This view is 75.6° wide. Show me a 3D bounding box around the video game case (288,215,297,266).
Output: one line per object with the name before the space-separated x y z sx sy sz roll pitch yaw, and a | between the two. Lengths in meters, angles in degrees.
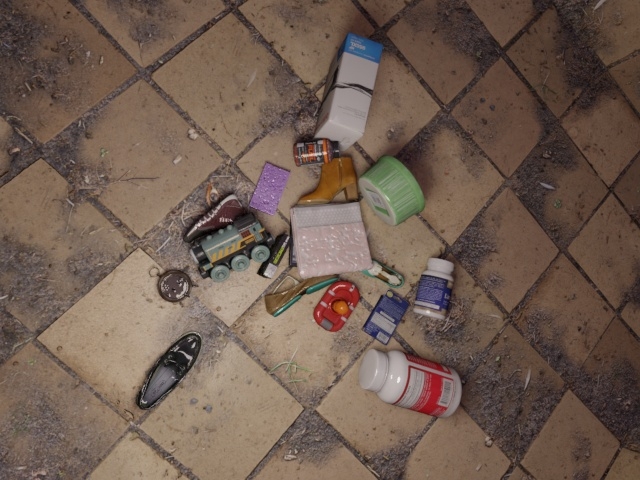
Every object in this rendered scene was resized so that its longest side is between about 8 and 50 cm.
video game case | 0.000 0.000 1.823 0.275 0.035 0.248 5 76 -16

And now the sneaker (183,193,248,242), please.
sneaker | -0.410 -0.051 1.693 0.281 0.106 0.162 -44 101 -15

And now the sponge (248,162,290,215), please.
sponge | -0.221 -0.223 1.796 0.117 0.031 0.210 23 81 -13

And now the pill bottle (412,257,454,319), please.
pill bottle | 0.531 0.224 1.916 0.153 0.153 0.264 17 82 -14

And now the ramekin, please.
ramekin | 0.302 -0.209 1.813 0.148 0.303 0.303 -36 96 -8

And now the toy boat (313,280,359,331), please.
toy boat | 0.081 0.284 1.783 0.151 0.151 0.231 37 77 -11

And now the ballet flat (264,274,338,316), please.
ballet flat | -0.092 0.196 1.776 0.342 0.116 0.124 -30 74 -12

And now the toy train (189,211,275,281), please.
toy train | -0.351 0.026 1.649 0.334 0.142 0.190 -27 122 -8

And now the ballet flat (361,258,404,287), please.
ballet flat | 0.280 0.144 1.884 0.247 0.087 0.083 28 79 -12

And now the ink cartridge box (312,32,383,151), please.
ink cartridge box | 0.110 -0.624 1.787 0.166 0.285 0.394 14 82 -13

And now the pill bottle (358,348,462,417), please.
pill bottle | 0.386 0.616 1.807 0.408 0.229 0.229 21 81 -13

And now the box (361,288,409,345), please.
box | 0.301 0.350 1.901 0.136 0.036 0.225 35 79 -11

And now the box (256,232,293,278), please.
box | -0.191 0.065 1.705 0.045 0.184 0.190 29 78 -11

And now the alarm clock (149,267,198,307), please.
alarm clock | -0.597 0.172 1.646 0.192 0.064 0.129 36 78 -8

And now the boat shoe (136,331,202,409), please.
boat shoe | -0.583 0.506 1.596 0.127 0.113 0.340 45 76 -8

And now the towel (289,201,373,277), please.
towel | 0.047 -0.009 1.789 0.332 0.053 0.316 -5 77 -17

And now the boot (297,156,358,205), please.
boot | 0.021 -0.267 1.845 0.295 0.104 0.211 -10 80 -15

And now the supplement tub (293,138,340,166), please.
supplement tub | -0.015 -0.384 1.798 0.198 0.106 0.106 -7 88 5
